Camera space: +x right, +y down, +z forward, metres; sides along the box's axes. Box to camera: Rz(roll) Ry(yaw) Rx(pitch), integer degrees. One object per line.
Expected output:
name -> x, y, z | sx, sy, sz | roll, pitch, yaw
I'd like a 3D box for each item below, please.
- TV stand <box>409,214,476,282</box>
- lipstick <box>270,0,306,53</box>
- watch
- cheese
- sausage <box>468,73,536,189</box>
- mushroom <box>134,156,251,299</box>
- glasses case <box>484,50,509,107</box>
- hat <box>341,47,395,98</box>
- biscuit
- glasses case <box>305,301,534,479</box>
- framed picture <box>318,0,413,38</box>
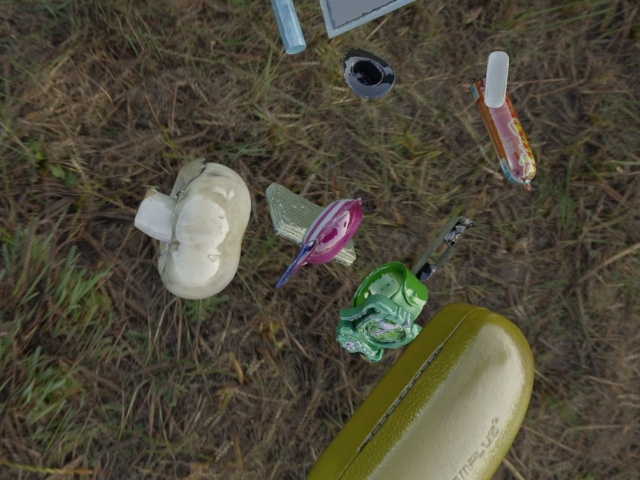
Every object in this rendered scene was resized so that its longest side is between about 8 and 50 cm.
TV stand -> 0.230, 0.050, 1.491 | 0.042, 0.036, 0.249 | 39, 89, -20
lipstick -> -0.075, -0.487, 1.541 | 0.048, 0.048, 0.158 | -16, 84, -9
watch -> 0.109, 0.119, 1.317 | 0.165, 0.152, 0.131 | -31, 120, 34
cheese -> 0.000, 0.000, 1.183 | 0.062, 0.155, 0.244 | 40, 42, 7
sausage -> 0.393, -0.225, 1.508 | 0.083, 0.083, 0.264 | -14, 73, -9
mushroom -> -0.140, -0.013, 0.773 | 0.122, 0.154, 0.154 | 17, 91, -19
glasses case -> 0.266, -0.243, 1.076 | 0.032, 0.021, 0.083 | 5, 106, 11
hat -> 0.089, -0.329, 1.426 | 0.121, 0.050, 0.121 | 5, 66, -12
biscuit -> -0.017, -0.031, 1.395 | 0.199, 0.121, 0.040 | 25, 123, -36
glasses case -> 0.150, 0.262, 0.946 | 0.371, 0.141, 0.173 | -47, 124, -18
framed picture -> 0.071, -0.555, 1.370 | 0.216, 0.016, 0.274 | -13, 89, 34
